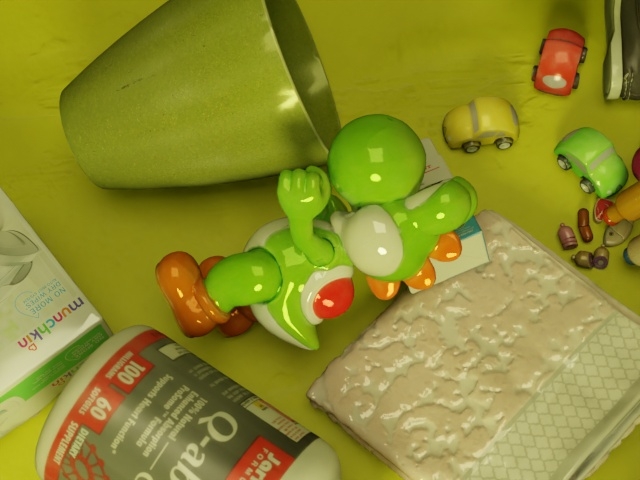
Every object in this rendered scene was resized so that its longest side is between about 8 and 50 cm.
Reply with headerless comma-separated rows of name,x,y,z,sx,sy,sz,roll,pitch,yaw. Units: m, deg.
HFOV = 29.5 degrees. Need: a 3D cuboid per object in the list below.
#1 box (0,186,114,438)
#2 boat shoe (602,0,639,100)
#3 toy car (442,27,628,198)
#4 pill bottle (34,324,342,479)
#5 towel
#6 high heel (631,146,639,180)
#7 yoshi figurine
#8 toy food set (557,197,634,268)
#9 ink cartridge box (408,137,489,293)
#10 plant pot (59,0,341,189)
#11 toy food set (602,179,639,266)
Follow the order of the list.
box,-0.413,0.108,1.436,0.262,0.126,0.231,-36,71,-12
boat shoe,0.409,-0.290,1.586,0.069,0.081,0.227,4,77,3
toy car,0.304,-0.149,1.543,0.239,0.053,0.225,-39,70,-12
pill bottle,-0.109,0.267,1.319,0.363,0.210,0.210,31,73,13
towel,0.203,0.154,1.403,0.317,0.053,0.332,37,70,27
high heel,0.504,-0.080,1.475,0.244,0.082,0.117,17,33,12
yoshi figurine,-0.007,-0.025,1.384,0.362,0.203,0.203,-23,37,19
toy food set,0.337,-0.008,1.511,0.078,0.019,0.122,34,74,13
ink cartridge box,0.124,-0.034,1.480,0.104,0.060,0.180,-23,47,2
plant pot,-0.157,-0.176,1.481,0.294,0.275,0.274,-19,69,11
toy food set,0.456,0.018,1.471,0.232,0.104,0.111,24,64,-14
